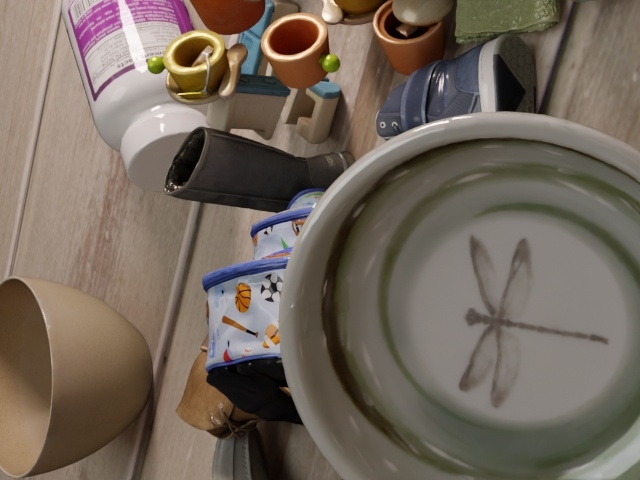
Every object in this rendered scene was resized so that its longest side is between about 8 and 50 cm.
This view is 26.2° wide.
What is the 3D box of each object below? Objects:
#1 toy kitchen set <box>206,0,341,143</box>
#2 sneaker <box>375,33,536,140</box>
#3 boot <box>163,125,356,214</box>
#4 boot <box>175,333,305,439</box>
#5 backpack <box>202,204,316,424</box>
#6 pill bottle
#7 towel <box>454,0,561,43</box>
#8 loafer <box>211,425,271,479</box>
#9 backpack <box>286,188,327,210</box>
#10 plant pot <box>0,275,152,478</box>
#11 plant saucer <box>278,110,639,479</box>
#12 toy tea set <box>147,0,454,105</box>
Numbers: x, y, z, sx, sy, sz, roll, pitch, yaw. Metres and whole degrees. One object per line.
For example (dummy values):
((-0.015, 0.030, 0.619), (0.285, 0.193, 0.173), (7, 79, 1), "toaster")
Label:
((-0.082, -0.211, 1.618), (0.207, 0.166, 0.122), (41, 122, 48), "toy kitchen set")
((0.132, -0.076, 1.357), (0.163, 0.086, 0.226), (-11, 70, 44), "sneaker")
((-0.081, -0.047, 1.573), (0.076, 0.208, 0.190), (58, 134, 35), "boot")
((-0.079, 0.194, 1.622), (0.115, 0.112, 0.305), (-58, 24, -12), "boot")
((0.017, 0.071, 1.374), (0.276, 0.263, 0.213), (-27, 71, 51), "backpack")
((-0.234, -0.220, 1.841), (0.169, 0.169, 0.302), (-51, 49, 42), "pill bottle")
((0.183, -0.253, 1.354), (0.148, 0.027, 0.110), (1, 89, 57), "towel")
((-0.056, 0.358, 1.638), (0.111, 0.112, 0.320), (-21, 59, 13), "loafer")
((0.000, 0.000, 1.546), (0.084, 0.105, 0.114), (27, 109, 53), "backpack")
((-0.355, 0.192, 1.986), (0.284, 0.190, 0.284), (-1, 88, 56), "plant pot")
((0.167, 0.077, 1.186), (0.400, 0.100, 0.401), (5, 109, 15), "plant saucer")
((-0.024, -0.259, 1.464), (0.124, 0.336, 0.200), (71, -160, -50), "toy tea set")
